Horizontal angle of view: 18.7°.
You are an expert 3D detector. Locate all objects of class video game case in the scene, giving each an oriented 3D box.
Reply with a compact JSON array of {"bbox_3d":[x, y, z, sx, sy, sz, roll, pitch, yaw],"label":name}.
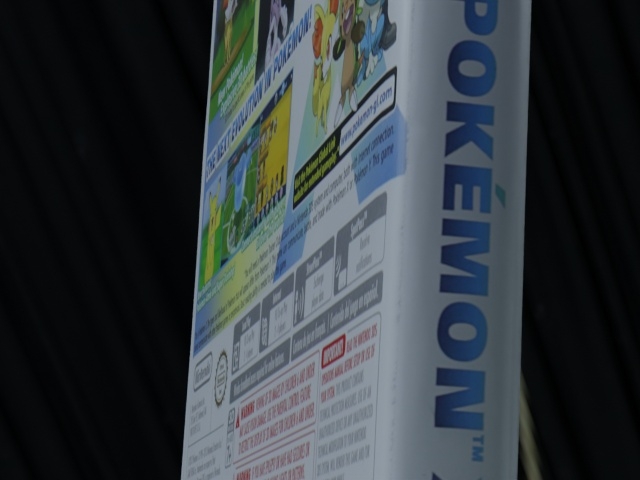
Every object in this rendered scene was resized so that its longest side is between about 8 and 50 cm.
[{"bbox_3d":[0.000,0.000,0.609,0.036,0.300,0.329,6,-12,-11],"label":"video game case"}]
